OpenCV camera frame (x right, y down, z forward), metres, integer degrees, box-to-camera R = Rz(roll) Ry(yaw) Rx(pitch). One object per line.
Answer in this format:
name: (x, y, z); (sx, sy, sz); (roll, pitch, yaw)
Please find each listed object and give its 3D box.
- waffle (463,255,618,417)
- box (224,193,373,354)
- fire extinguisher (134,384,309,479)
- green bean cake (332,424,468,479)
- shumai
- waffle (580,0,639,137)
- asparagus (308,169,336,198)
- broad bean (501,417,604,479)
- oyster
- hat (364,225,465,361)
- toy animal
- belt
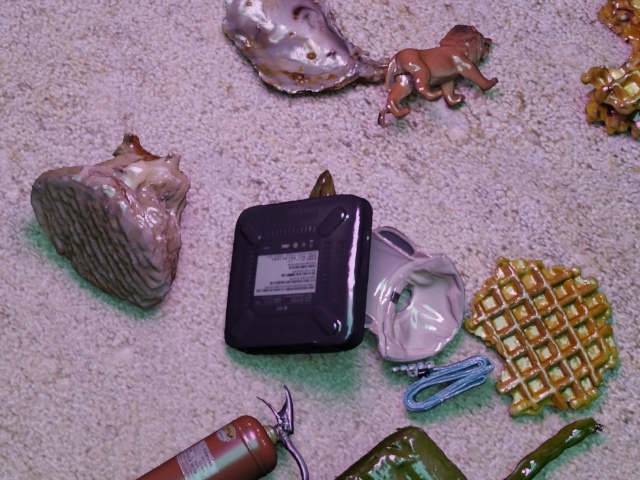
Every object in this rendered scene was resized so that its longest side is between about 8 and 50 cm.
waffle: (0.411, 0.174, 1.839); (0.281, 0.058, 0.301); (-3, 74, -2)
box: (-0.044, 0.063, 1.777); (0.289, 0.073, 0.289); (-5, 72, 34)
fire extinguisher: (-0.172, 0.427, 1.717); (0.376, 0.113, 0.200); (-31, 84, -10)
green bean cake: (0.097, 0.469, 1.611); (0.335, 0.319, 0.218); (-37, 81, -8)
shumai: (-0.344, -0.054, 1.839); (0.314, 0.267, 0.262); (56, 45, -15)
waffle: (0.657, -0.369, 1.964); (0.261, 0.151, 0.324); (13, 75, 5)
asparagus: (0.000, 0.000, 1.866); (0.080, 0.080, 0.287); (4, 73, -1)
broad bean: (0.400, 0.398, 1.775); (0.256, 0.052, 0.053); (-35, 55, -11)
oyster: (-0.047, -0.391, 1.979); (0.396, 0.111, 0.204); (39, 93, 7)
hat: (0.142, 0.103, 1.844); (0.226, 0.164, 0.220); (33, 88, 47)
toy animal: (0.230, -0.341, 1.944); (0.312, 0.097, 0.158); (-17, 78, -28)
belt: (0.226, 0.244, 1.794); (0.179, 0.065, 0.100); (-23, 79, 5)
